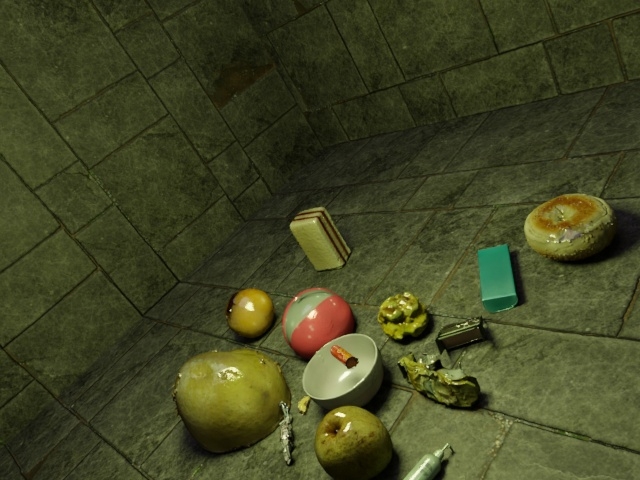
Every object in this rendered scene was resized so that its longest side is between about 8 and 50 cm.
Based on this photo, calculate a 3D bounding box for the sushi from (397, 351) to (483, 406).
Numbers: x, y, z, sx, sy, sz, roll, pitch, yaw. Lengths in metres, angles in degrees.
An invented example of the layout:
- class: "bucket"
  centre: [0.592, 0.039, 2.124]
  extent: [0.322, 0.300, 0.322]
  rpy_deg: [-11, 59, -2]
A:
- class: "sushi"
  centre: [0.355, 0.409, 1.586]
  extent: [0.131, 0.139, 0.291]
  rpy_deg: [-34, 22, -22]

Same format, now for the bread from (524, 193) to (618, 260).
- class: "bread"
  centre: [0.858, -0.036, 1.791]
  extent: [0.306, 0.158, 0.305]
  rpy_deg: [-24, 24, 11]

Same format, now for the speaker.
- class: "speaker"
  centre: [-0.007, 0.337, 2.101]
  extent: [0.295, 0.294, 0.294]
  rpy_deg: [-26, 25, 13]

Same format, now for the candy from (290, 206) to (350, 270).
- class: "candy"
  centre: [0.000, 0.000, 2.556]
  extent: [0.180, 0.320, 0.135]
  rpy_deg: [-7, 38, 36]

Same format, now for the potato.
- class: "potato"
  centre: [-0.354, 0.545, 1.964]
  extent: [0.443, 0.319, 0.385]
  rpy_deg: [-17, 30, 26]

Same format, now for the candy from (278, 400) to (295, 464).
- class: "candy"
  centre: [-0.117, 0.647, 1.764]
  extent: [0.051, 0.093, 0.226]
  rpy_deg: [-13, 31, -2]

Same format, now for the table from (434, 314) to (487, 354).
- class: "table"
  centre: [0.465, 0.309, 1.715]
  extent: [0.146, 0.062, 0.175]
  rpy_deg: [-23, -6, 21]

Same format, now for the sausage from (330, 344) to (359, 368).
- class: "sausage"
  centre: [0.072, 0.381, 1.735]
  extent: [0.050, 0.048, 0.145]
  rpy_deg: [-34, 21, -16]

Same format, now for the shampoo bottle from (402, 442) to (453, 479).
- class: "shampoo bottle"
  centre: [0.278, 0.613, 1.385]
  extent: [0.195, 0.056, 0.056]
  rpy_deg: [-42, 26, -19]

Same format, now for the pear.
- class: "pear"
  centre: [0.084, 0.579, 1.489]
  extent: [0.229, 0.211, 0.188]
  rpy_deg: [-23, 28, 21]

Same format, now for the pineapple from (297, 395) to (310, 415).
- class: "pineapple"
  centre: [-0.061, 0.592, 1.874]
  extent: [0.045, 0.019, 0.083]
  rpy_deg: [-15, 28, 21]

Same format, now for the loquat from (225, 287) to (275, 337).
- class: "loquat"
  centre: [-0.328, 0.338, 2.415]
  extent: [0.235, 0.235, 0.235]
  rpy_deg: [-26, 25, 13]

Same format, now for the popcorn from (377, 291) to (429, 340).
- class: "popcorn"
  centre: [0.296, 0.270, 1.896]
  extent: [0.198, 0.155, 0.197]
  rpy_deg: [-26, 12, 6]

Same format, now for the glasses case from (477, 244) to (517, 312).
- class: "glasses case"
  centre: [0.633, 0.131, 1.863]
  extent: [0.117, 0.070, 0.301]
  rpy_deg: [-14, 28, 23]

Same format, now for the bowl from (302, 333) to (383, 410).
- class: "bowl"
  centre: [0.094, 0.467, 1.770]
  extent: [0.287, 0.143, 0.287]
  rpy_deg: [-26, 26, 13]
